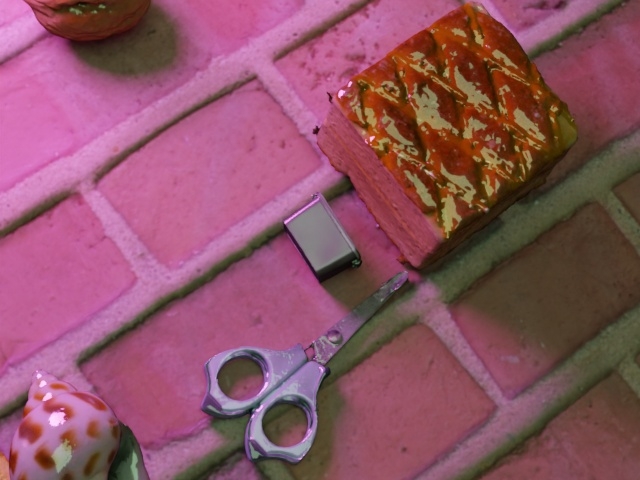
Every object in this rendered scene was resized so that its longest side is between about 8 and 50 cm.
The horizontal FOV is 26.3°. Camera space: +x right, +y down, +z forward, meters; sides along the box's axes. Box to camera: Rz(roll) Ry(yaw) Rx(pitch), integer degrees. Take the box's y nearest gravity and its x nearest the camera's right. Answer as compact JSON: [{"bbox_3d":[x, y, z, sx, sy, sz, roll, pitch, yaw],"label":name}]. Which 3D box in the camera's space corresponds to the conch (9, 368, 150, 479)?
[{"bbox_3d":[-0.326,0.290,1.798,0.149,0.183,0.275,-15,66,21],"label":"conch"}]

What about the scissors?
[{"bbox_3d":[-0.001,0.158,1.942,0.360,0.029,0.191,-41,81,-16],"label":"scissors"}]

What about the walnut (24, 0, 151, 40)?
[{"bbox_3d":[-0.344,-0.369,1.998,0.184,0.155,0.155,-12,75,-16],"label":"walnut"}]

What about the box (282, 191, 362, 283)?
[{"bbox_3d":[0.000,0.000,1.965,0.069,0.084,0.122,-31,78,-7],"label":"box"}]

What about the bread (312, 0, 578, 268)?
[{"bbox_3d":[0.182,-0.149,1.966,0.279,0.207,0.279,-32,79,-16],"label":"bread"}]

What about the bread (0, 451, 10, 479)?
[{"bbox_3d":[-0.475,0.290,1.803,0.187,0.065,0.103,52,35,3],"label":"bread"}]
